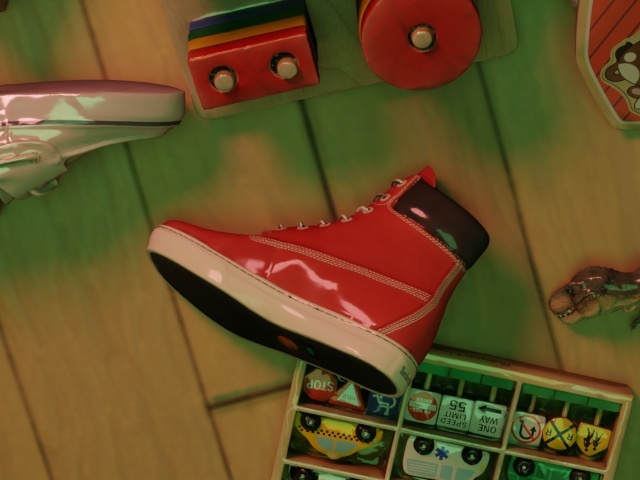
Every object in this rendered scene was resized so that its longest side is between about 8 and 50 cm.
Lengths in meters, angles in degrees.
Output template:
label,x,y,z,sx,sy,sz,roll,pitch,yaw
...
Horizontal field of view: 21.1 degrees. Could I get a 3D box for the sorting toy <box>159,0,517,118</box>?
label,x,y,z,sx,sy,sz,roll,pitch,yaw
sorting toy,0.000,-0.208,1.235,0.255,0.089,0.257,-12,124,6

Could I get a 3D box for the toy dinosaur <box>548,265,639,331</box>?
label,x,y,z,sx,sy,sz,roll,pitch,yaw
toy dinosaur,0.318,0.051,1.332,0.268,0.064,0.118,-15,93,3

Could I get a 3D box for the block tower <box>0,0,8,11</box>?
label,x,y,z,sx,sy,sz,roll,pitch,yaw
block tower,-0.235,-0.339,1.273,0.097,0.091,0.335,19,102,1

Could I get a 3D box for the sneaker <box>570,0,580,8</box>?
label,x,y,z,sx,sy,sz,roll,pitch,yaw
sneaker,0.220,-0.311,1.239,0.169,0.108,0.292,-8,102,2

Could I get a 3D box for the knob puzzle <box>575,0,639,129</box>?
label,x,y,z,sx,sy,sz,roll,pitch,yaw
knob puzzle,0.274,-0.145,1.265,0.213,0.030,0.213,0,134,0

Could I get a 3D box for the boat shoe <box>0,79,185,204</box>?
label,x,y,z,sx,sy,sz,roll,pitch,yaw
boat shoe,-0.234,-0.071,1.310,0.267,0.096,0.088,-7,103,-11

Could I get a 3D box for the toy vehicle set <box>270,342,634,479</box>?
label,x,y,z,sx,sy,sz,roll,pitch,yaw
toy vehicle set,0.101,0.170,1.381,0.267,0.035,0.166,11,102,1

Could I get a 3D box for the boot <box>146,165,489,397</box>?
label,x,y,z,sx,sy,sz,roll,pitch,yaw
boot,0.000,0.000,1.339,0.244,0.088,0.176,22,68,22
